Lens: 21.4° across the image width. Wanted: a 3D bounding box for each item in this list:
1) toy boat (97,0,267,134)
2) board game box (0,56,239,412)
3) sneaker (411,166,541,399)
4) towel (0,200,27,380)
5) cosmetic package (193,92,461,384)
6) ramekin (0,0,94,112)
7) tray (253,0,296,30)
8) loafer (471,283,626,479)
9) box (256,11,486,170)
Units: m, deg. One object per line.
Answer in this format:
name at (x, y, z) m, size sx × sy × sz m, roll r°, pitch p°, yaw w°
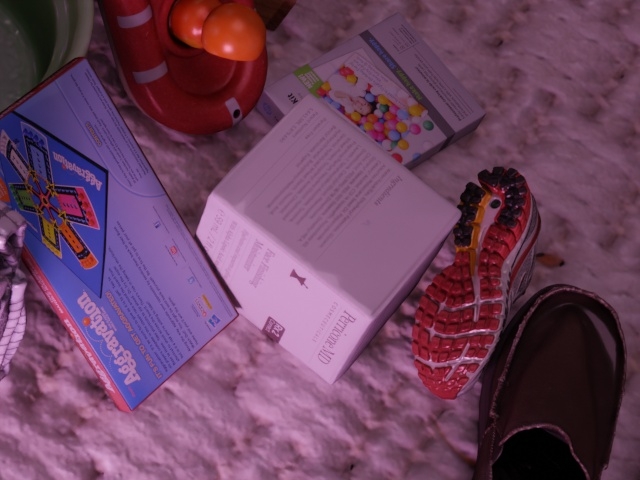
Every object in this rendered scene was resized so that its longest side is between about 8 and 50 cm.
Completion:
toy boat at (-0.108, -0.201, 1.579) m, size 0.151 × 0.231 × 0.151 m, roll -34°, pitch 41°, yaw -25°
board game box at (-0.191, -0.004, 1.485) m, size 0.145 × 0.027 × 0.281 m, roll -42°, pitch 115°, yaw -30°
sneaker at (0.160, 0.048, 1.609) m, size 0.088 × 0.093 × 0.225 m, roll 14°, pitch 73°, yaw 34°
towel at (-0.356, 0.028, 1.362) m, size 0.235 × 0.283 × 0.121 m, roll 34°, pitch 60°, yaw 4°
cosmetic package at (0.000, 0.000, 1.554) m, size 0.184 × 0.151 × 0.151 m, roll 38°, pitch 60°, yaw 7°
ramekin at (-0.366, -0.184, 1.547) m, size 0.303 × 0.148 × 0.303 m, roll 7°, pitch 62°, yaw -13°
tray at (-0.124, -0.429, 1.770) m, size 0.203 × 0.076 × 0.411 m, roll 12°, pitch 59°, yaw -22°
loafer at (0.210, 0.188, 1.527) m, size 0.134 × 0.130 × 0.366 m, roll 21°, pitch 59°, yaw -5°
box at (0.051, -0.131, 1.704) m, size 0.186 × 0.038 × 0.145 m, roll -32°, pitch 75°, yaw -26°
